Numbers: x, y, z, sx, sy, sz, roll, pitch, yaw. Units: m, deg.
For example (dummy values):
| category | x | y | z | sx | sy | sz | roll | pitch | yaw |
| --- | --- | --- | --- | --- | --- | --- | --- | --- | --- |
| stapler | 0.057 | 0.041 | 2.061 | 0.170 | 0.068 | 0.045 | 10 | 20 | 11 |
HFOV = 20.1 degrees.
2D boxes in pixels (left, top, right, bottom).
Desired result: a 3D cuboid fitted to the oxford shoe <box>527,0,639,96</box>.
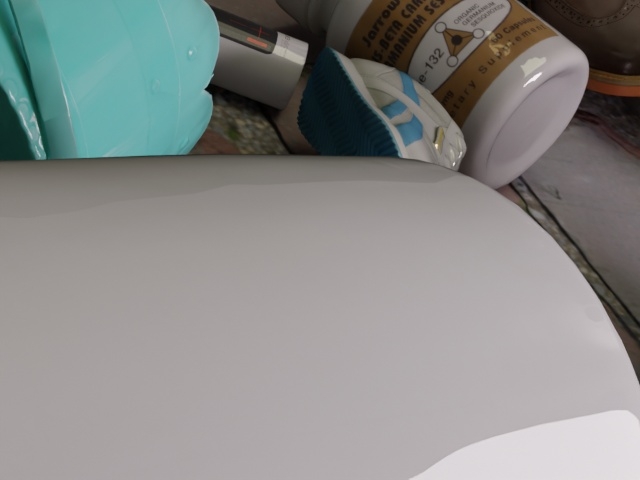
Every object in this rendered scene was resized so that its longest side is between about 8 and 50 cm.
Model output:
| category | x | y | z | sx | sy | sz | roll | pitch | yaw |
| --- | --- | --- | --- | --- | --- | --- | --- | --- | --- |
| oxford shoe | 0.238 | -0.250 | 1.580 | 0.130 | 0.133 | 0.364 | -8 | 37 | -6 |

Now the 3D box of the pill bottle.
| category | x | y | z | sx | sy | sz | roll | pitch | yaw |
| --- | --- | --- | --- | --- | --- | --- | --- | --- | --- |
| pill bottle | 0.078 | -0.153 | 1.367 | 0.229 | 0.131 | 0.131 | 42 | 36 | 22 |

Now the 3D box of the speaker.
| category | x | y | z | sx | sy | sz | roll | pitch | yaw |
| --- | --- | --- | --- | --- | --- | --- | --- | --- | --- |
| speaker | -0.079 | -0.142 | 1.313 | 0.136 | 0.055 | 0.055 | 21 | 33 | -10 |

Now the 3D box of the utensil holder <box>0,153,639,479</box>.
| category | x | y | z | sx | sy | sz | roll | pitch | yaw |
| --- | --- | --- | --- | --- | --- | --- | --- | --- | --- |
| utensil holder | -0.105 | 0.125 | 0.692 | 0.385 | 0.327 | 0.327 | -4 | 43 | -42 |

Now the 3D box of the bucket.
| category | x | y | z | sx | sy | sz | roll | pitch | yaw |
| --- | --- | --- | --- | --- | --- | --- | --- | --- | --- |
| bucket | -0.208 | -0.087 | 0.964 | 0.281 | 0.281 | 0.183 | 29 | 39 | 4 |

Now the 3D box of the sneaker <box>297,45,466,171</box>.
| category | x | y | z | sx | sy | sz | roll | pitch | yaw |
| --- | --- | --- | --- | --- | --- | --- | --- | --- | --- |
| sneaker | 0.056 | -0.051 | 1.203 | 0.092 | 0.087 | 0.229 | 12 | 33 | -23 |
